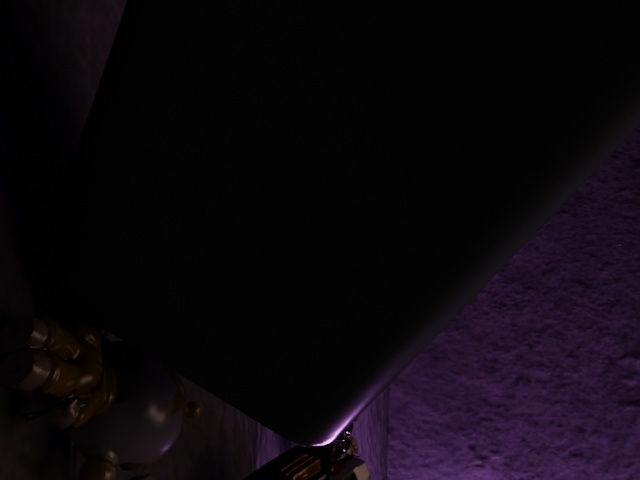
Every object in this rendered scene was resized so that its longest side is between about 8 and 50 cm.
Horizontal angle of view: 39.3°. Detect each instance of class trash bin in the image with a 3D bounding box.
[{"bbox_3d":[0.017,-0.076,0.450,0.343,0.223,0.158,-57,-177,37],"label":"trash bin"}]

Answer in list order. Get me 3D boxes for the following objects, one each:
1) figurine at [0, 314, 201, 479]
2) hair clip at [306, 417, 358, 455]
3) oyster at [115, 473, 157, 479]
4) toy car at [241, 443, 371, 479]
[{"bbox_3d":[-0.126,0.080,0.510,0.101,0.068,0.143,-91,158,-52],"label":"figurine"},{"bbox_3d":[0.001,0.225,1.181,0.321,0.091,0.138,78,13,-47],"label":"hair clip"},{"bbox_3d":[-0.113,0.220,0.532,0.191,0.081,0.163,-50,143,-71],"label":"oyster"},{"bbox_3d":[-0.017,0.336,0.827,0.193,0.118,0.301,-22,118,-45],"label":"toy car"}]
